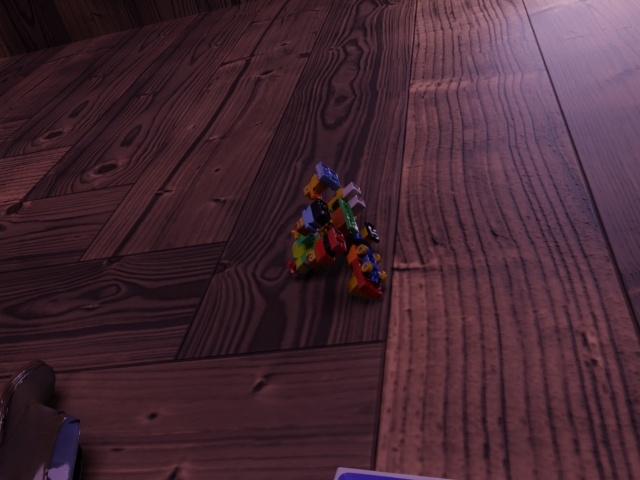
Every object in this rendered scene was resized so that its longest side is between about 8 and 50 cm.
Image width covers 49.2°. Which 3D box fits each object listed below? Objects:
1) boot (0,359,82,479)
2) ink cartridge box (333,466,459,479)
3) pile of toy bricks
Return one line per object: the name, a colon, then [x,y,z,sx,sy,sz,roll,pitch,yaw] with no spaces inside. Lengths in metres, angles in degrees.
boot: [-0.284,0.205,0.722,0.106,0.082,0.219,6,28,-4]
ink cartridge box: [0.082,0.257,0.469,0.209,0.045,0.206,-3,34,24]
pile of toy bricks: [0.000,0.000,0.879,0.105,0.118,0.212,-42,34,22]
